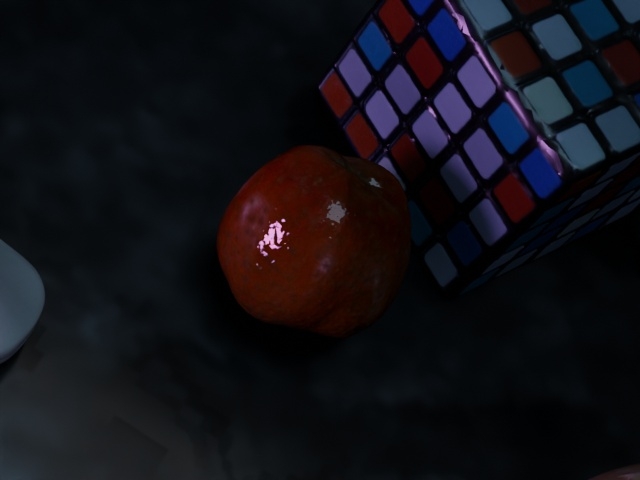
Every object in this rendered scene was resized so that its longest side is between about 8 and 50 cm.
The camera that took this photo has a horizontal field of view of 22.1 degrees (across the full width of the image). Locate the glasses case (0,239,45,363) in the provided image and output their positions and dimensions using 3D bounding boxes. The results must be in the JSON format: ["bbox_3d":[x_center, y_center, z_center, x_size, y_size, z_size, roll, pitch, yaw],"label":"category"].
[{"bbox_3d":[-0.250,0.002,0.950,0.193,0.049,0.074,34,57,-2],"label":"glasses case"}]

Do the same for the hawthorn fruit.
[{"bbox_3d":[0.000,0.000,1.020,0.128,0.128,0.128,10,61,-18],"label":"hawthorn fruit"}]

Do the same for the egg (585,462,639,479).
[{"bbox_3d":[0.190,0.227,0.934,0.203,0.203,0.245,48,46,5],"label":"egg"}]

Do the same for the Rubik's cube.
[{"bbox_3d":[0.139,-0.101,1.088,0.182,0.187,0.184,-24,74,-31],"label":"Rubik's cube"}]
